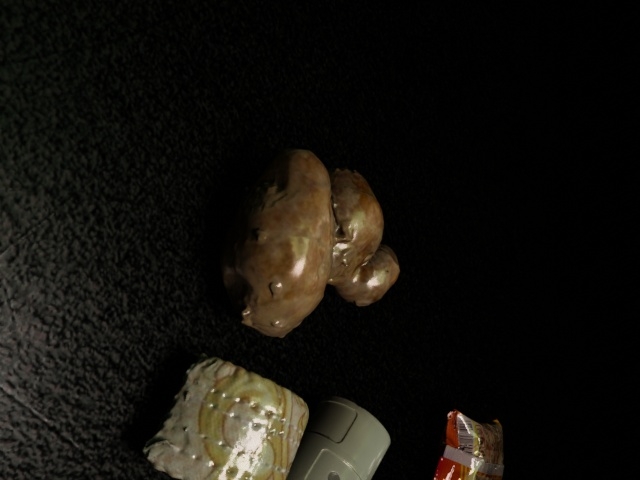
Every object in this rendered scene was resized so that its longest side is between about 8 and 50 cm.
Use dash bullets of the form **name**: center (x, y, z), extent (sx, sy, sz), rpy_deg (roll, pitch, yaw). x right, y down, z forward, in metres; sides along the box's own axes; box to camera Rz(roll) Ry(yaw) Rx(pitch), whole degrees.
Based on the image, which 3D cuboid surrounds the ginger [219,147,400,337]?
- **ginger**: center (0.000, 0.000, 0.893), extent (0.304, 0.155, 0.244), rpy_deg (-4, 93, -48)

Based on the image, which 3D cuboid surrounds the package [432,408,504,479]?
- **package**: center (0.303, 0.462, 1.294), extent (0.288, 0.109, 0.223), rpy_deg (27, 73, -49)

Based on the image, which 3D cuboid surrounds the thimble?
- **thimble**: center (-0.113, 0.234, 0.793), extent (0.191, 0.137, 0.143), rpy_deg (34, 68, -28)

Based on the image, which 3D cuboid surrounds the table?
- **table**: center (-0.004, 0.349, 0.926), extent (0.220, 0.126, 0.126), rpy_deg (-51, 127, -35)
